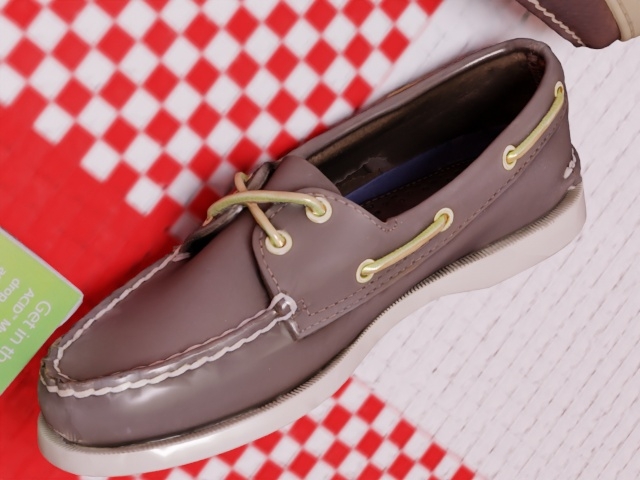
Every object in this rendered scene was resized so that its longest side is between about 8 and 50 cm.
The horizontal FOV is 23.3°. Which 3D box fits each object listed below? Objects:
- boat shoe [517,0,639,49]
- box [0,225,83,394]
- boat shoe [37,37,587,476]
[{"bbox_3d":[0.036,-0.180,0.711,0.123,0.123,0.342,-33,141,19],"label":"boat shoe"},{"bbox_3d":[-0.281,0.019,0.609,0.232,0.058,0.322,-50,126,-5],"label":"box"},{"bbox_3d":[0.000,0.000,0.741,0.324,0.116,0.096,-27,126,-28],"label":"boat shoe"}]
